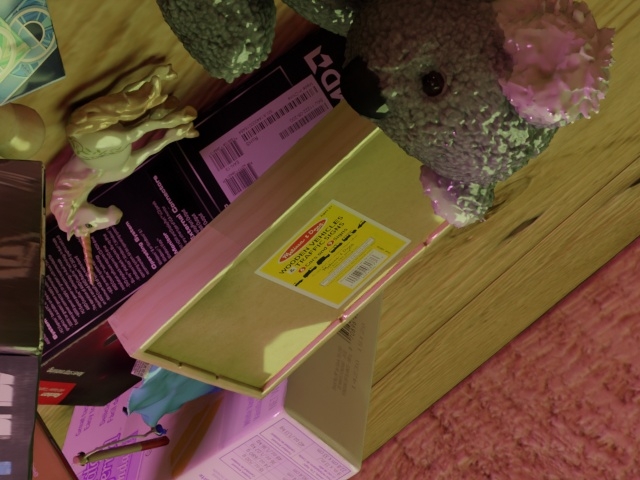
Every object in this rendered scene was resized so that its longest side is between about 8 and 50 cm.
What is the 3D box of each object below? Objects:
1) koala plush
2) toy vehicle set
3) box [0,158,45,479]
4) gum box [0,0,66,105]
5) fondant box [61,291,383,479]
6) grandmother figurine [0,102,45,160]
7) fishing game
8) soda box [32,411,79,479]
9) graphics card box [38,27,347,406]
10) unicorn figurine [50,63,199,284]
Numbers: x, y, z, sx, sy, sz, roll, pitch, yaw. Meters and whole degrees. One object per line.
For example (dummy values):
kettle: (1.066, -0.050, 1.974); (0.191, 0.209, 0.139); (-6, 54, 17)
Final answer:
koala plush: (0.060, -0.127, 1.005); (0.203, 0.221, 0.196); (-23, 164, -35)
toy vehicle set: (0.000, 0.000, 1.268); (0.267, 0.035, 0.166); (-42, 148, 13)
box: (-0.297, 0.070, 0.883); (0.318, 0.097, 0.395); (1, 158, -11)
gum box: (-0.188, -0.113, 0.670); (0.157, 0.041, 0.184); (-27, 132, -22)
fondant box: (-0.098, 0.158, 1.602); (0.330, 0.096, 0.238); (-36, -152, 32)
grandmother figurine: (-0.235, -0.037, 0.861); (0.208, 0.104, 0.342); (-18, 161, 1)
fishing game: (-0.083, 0.076, 1.403); (0.264, 0.041, 0.189); (-46, 163, 20)
soda box: (-0.240, 0.160, 1.430); (0.058, 0.181, 0.061); (-32, 167, -6)
graphics card box: (-0.086, -0.007, 1.383); (0.371, 0.094, 0.233); (-36, 166, 8)
unicorn figurine: (-0.133, -0.058, 1.191); (0.111, 0.060, 0.162); (-30, 150, -8)
